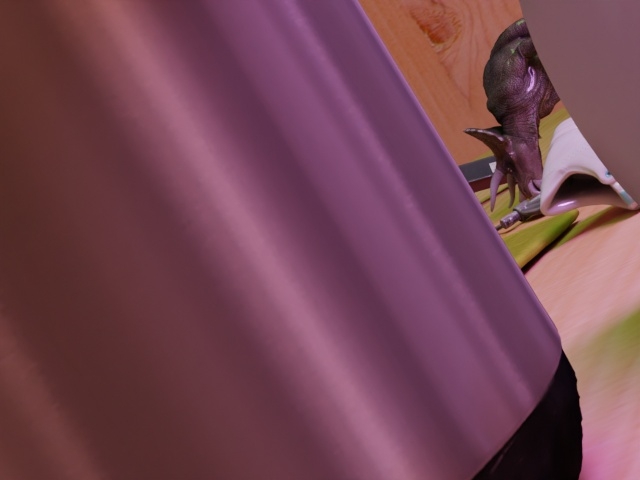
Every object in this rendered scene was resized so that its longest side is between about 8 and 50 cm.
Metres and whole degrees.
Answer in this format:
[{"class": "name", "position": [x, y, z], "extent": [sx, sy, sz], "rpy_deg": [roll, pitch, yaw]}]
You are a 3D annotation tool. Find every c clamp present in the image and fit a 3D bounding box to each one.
[{"class": "c clamp", "position": [0.246, -0.058, 1.348], "extent": [0.160, 0.022, 0.137], "rpy_deg": [-32, 2, -11]}]

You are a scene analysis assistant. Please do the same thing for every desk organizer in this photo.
[{"class": "desk organizer", "position": [0.217, -0.077, 1.872], "extent": [0.130, 0.050, 0.047], "rpy_deg": [-16, 36, 1]}]

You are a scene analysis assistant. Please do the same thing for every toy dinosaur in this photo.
[{"class": "toy dinosaur", "position": [0.234, -0.201, 1.521], "extent": [0.160, 0.121, 0.314], "rpy_deg": [-32, 37, 44]}]

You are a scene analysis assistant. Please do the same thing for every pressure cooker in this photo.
[{"class": "pressure cooker", "position": [-0.155, -0.012, 0.494], "extent": [0.369, 0.420, 0.375], "rpy_deg": [-31, 2, -3]}]

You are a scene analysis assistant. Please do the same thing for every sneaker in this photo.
[{"class": "sneaker", "position": [0.249, -0.065, 0.987], "extent": [0.212, 0.080, 0.094], "rpy_deg": [-25, 27, 47]}]

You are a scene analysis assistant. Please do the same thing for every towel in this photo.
[{"class": "towel", "position": [0.125, 0.031, 1.050], "extent": [0.102, 0.021, 0.237], "rpy_deg": [-24, 5, 33]}]

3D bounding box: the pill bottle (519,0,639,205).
[{"class": "pill bottle", "position": [0.282, -0.161, 0.600], "extent": [0.363, 0.210, 0.210], "rpy_deg": [-31, 2, -5]}]
